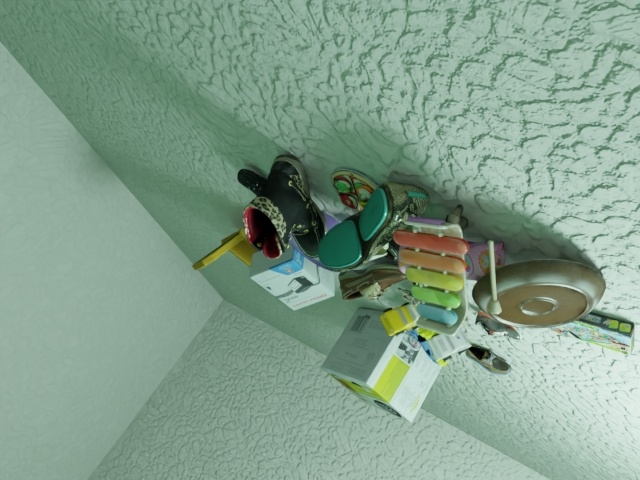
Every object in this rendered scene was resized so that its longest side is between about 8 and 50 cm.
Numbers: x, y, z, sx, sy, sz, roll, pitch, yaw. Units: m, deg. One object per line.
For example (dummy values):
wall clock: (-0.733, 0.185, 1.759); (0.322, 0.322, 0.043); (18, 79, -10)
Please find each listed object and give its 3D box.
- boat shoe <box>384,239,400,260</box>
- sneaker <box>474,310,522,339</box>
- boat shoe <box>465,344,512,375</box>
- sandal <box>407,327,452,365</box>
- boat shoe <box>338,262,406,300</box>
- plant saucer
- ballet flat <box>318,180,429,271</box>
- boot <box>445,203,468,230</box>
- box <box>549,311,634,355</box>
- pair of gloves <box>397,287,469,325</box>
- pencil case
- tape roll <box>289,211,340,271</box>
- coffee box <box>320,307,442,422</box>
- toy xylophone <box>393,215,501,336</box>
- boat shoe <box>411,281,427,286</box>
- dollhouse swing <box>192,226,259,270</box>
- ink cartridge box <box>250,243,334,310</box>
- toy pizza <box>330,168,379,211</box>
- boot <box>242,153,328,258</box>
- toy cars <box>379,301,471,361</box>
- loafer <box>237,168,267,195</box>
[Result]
boat shoe: (0.167, 0.000, 1.616); (0.233, 0.079, 0.084); (22, 157, 34)
sneaker: (0.581, 0.295, 1.635); (0.158, 0.065, 0.061); (28, 157, 18)
boat shoe: (0.633, 0.453, 1.885); (0.183, 0.066, 0.066); (18, 152, 36)
sandal: (0.424, 0.372, 1.970); (0.138, 0.126, 0.317); (8, 138, 55)
boat shoe: (0.193, 0.155, 1.760); (0.123, 0.116, 0.324); (13, 160, -36)
plant saucer: (0.539, 0.148, 1.235); (0.310, 0.050, 0.310); (6, 146, 4)
ballet flat: (0.160, -0.022, 1.447); (0.182, 0.164, 0.483); (0, 159, -24)
boot: (0.341, -0.034, 1.273); (0.042, 0.087, 0.118); (20, 154, 31)
box: (0.726, 0.235, 1.339); (0.207, 0.036, 0.114); (16, 151, 41)
pair of gloves: (0.397, 0.231, 1.727); (0.240, 0.042, 0.204); (26, -177, 38)
pencil case: (0.354, 0.051, 1.337); (0.284, 0.124, 0.124); (7, 146, 31)
tape roll: (0.000, 0.000, 1.841); (0.275, 0.090, 0.275); (30, 158, 14)
coffee box: (0.283, 0.545, 2.215); (0.334, 0.338, 0.337); (45, 157, -25)
toy xylophone: (0.312, 0.082, 1.222); (0.236, 0.081, 0.323); (1, 113, 47)
boat shoe: (0.329, 0.107, 1.574); (0.102, 0.108, 0.301); (21, 161, 29)
dollhouse swing: (-0.347, 0.091, 2.247); (0.315, 0.305, 0.347); (41, 157, -15)
ink cartridge box: (-0.112, 0.147, 2.082); (0.223, 0.129, 0.307); (-23, 135, 25)
toy pizza: (0.111, -0.135, 1.476); (0.201, 0.032, 0.201); (30, 158, 14)
boot: (-0.102, -0.042, 1.543); (0.138, 0.284, 0.377); (-1, 126, 23)
toy cars: (0.394, 0.316, 1.771); (0.393, 0.176, 0.087); (28, 136, -14)
loafer: (-0.203, -0.185, 1.795); (0.223, 0.076, 0.078); (36, -165, -21)
